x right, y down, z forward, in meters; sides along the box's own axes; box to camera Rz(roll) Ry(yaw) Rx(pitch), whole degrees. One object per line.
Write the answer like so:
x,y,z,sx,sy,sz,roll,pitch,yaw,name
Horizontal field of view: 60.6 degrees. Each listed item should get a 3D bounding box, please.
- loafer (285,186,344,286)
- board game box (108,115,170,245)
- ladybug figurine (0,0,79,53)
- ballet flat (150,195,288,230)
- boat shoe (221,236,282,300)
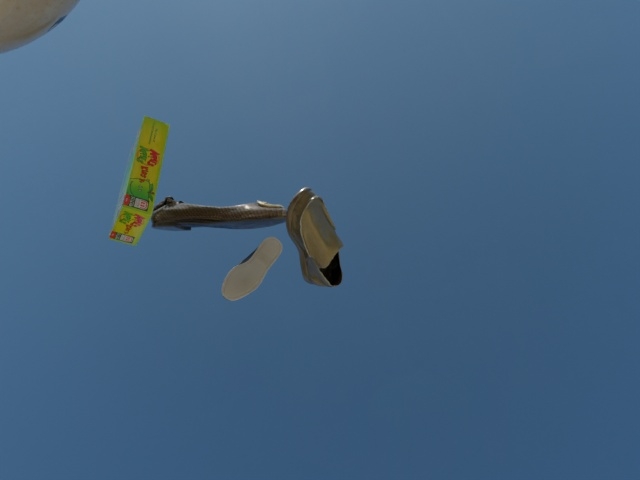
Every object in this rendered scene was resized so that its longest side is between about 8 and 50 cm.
0.000,0.000,0.649,0.050,0.148,0.056,20,-125,30,loafer
-0.279,-0.094,0.849,0.043,0.092,0.181,17,-128,-25,board game box
-0.265,-0.361,0.418,0.305,0.162,0.449,9,-80,20,ladybug figurine
-0.170,-0.049,0.918,0.250,0.084,0.058,-2,-99,17,ballet flat
-0.105,0.046,0.826,0.046,0.038,0.125,38,-121,-3,boat shoe
